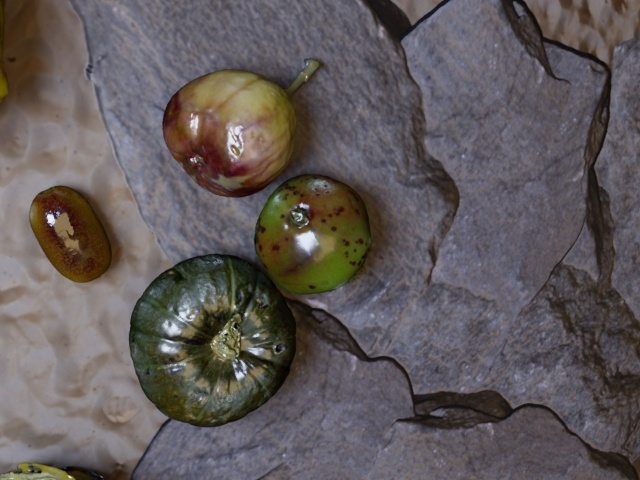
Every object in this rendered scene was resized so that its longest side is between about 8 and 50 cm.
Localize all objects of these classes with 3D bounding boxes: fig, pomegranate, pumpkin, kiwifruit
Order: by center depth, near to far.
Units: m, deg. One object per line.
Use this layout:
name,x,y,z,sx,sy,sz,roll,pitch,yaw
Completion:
kiwifruit,-0.297,-0.006,0.896,0.075,0.075,0.124,-33,113,-14
fig,-0.079,-0.161,0.916,0.231,0.160,0.143,-49,159,-7
pumpkin,-0.136,0.129,0.965,0.223,0.157,0.224,-2,94,-22
pomegranate,0.000,0.000,1.007,0.159,0.159,0.205,-51,145,-4

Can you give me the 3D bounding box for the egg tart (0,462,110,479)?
egg tart,-0.316,0.369,0.951,0.106,0.241,0.241,-48,130,-55

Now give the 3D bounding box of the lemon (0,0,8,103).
lemon,-0.433,-0.206,0.672,0.310,0.253,0.253,34,89,-29
